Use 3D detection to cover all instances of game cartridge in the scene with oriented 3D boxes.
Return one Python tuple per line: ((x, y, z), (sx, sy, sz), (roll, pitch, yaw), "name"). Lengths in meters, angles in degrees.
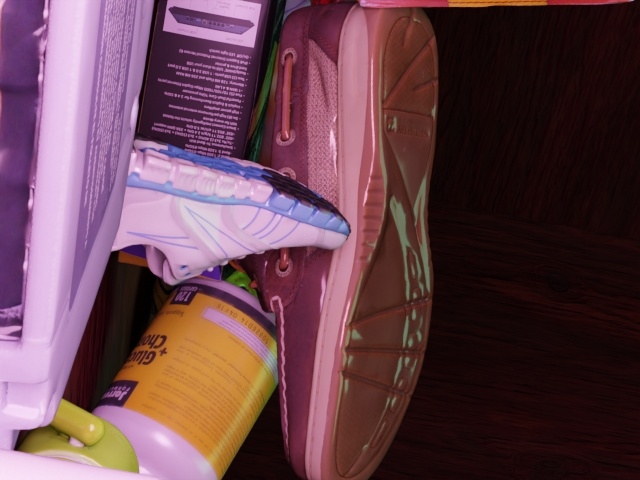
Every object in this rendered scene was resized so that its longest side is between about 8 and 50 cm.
((-0.093, -0.090, 0.615), (0.196, 0.060, 0.294), (-74, 176, -57), "game cartridge")

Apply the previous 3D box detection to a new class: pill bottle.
((-0.102, 0.123, 1.211), (0.184, 0.103, 0.103), (-58, 170, -29), "pill bottle")

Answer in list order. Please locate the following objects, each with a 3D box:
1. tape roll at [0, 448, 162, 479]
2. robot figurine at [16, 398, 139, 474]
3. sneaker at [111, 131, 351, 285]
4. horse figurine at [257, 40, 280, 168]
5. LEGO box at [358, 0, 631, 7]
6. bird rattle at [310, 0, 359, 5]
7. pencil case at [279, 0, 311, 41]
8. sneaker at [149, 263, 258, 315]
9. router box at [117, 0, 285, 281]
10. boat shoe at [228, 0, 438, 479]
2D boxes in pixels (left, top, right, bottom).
((-0.123, 0.206, 0.544), (0.286, 0.100, 0.286), (-169, -90, -89), "tape roll")
((-0.130, 0.130, 0.874), (0.115, 0.067, 0.101), (-81, -173, -74), "robot figurine")
((-0.067, -0.009, 1.059), (0.071, 0.191, 0.083), (36, -72, 51), "sneaker")
((-0.017, -0.113, 1.573), (0.174, 0.066, 0.263), (-30, 117, -50), "horse figurine")
((0.104, -0.452, 1.050), (0.500, 0.193, 0.372), (77, 17, -48), "LEGO box")
((0.036, -0.222, 1.394), (0.253, 0.143, 0.207), (106, -22, -59), "bird rattle")
((-0.051, -0.229, 1.721), (0.273, 0.113, 0.124), (105, -14, -76), "pencil case")
((-0.104, 0.010, 1.627), (0.147, 0.145, 0.384), (-43, -158, 24), "sneaker")
((-0.080, -0.129, 1.319), (0.309, 0.081, 0.243), (-82, -177, -76), "router box")
((0.000, 0.000, 1.187), (0.123, 0.123, 0.342), (6, 87, -59), "boat shoe")
